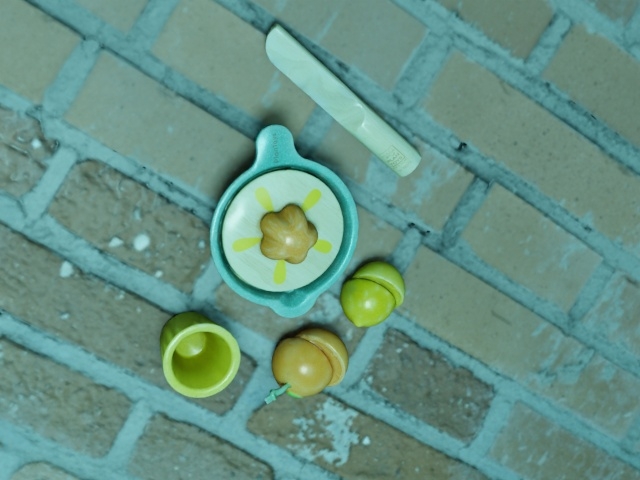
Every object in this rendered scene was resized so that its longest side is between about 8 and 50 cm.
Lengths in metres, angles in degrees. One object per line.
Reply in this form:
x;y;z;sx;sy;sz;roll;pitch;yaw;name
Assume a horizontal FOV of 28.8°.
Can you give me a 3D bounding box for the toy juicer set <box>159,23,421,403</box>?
0.000;0.000;1.106;0.209;0.089;0.329;17;99;-23;toy juicer set
